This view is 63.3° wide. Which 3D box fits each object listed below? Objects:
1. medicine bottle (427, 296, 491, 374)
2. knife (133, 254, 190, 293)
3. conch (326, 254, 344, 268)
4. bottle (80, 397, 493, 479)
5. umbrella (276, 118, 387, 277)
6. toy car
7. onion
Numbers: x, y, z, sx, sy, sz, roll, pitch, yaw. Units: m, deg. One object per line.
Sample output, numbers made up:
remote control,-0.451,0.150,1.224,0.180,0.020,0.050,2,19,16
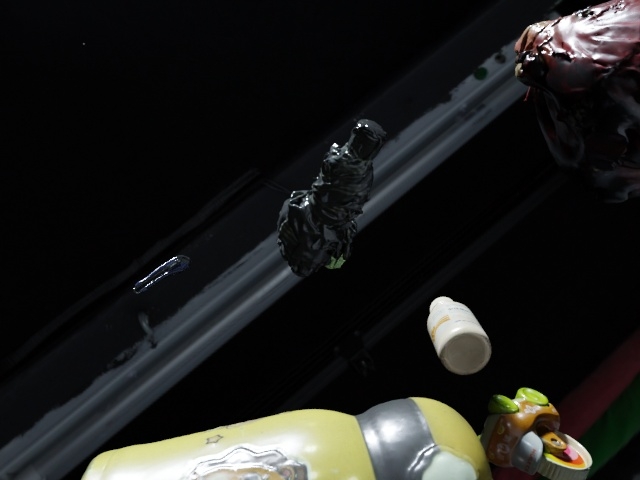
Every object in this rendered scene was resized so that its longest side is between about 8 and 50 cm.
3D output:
medicine bottle,0.308,0.205,1.203,0.114,0.252,0.114,1,-76,2
knife,-0.288,0.063,0.943,0.121,0.018,0.031,-38,-90,-35
conch,0.000,0.000,1.231,0.079,0.170,0.105,-46,-37,17
bottle,-0.020,0.237,0.467,0.350,0.171,0.172,-13,-66,-6
umbrella,0.014,-0.079,0.905,0.128,0.154,0.337,-26,-34,-42
toy car,0.489,0.459,1.169,0.234,0.235,0.145,6,-74,-26
onion,0.391,-0.172,0.656,0.281,0.280,0.221,43,-120,-31
